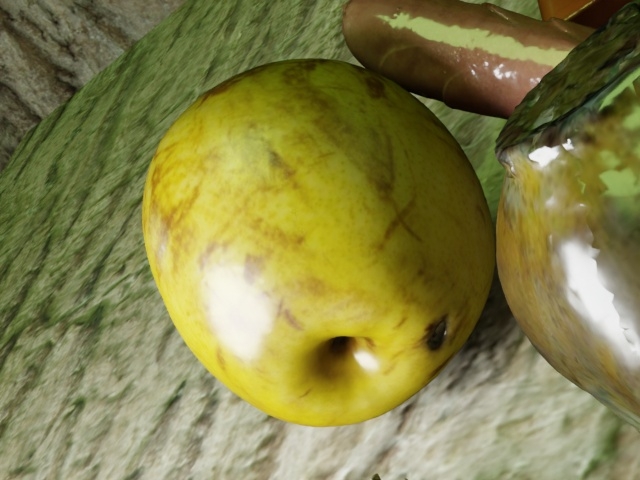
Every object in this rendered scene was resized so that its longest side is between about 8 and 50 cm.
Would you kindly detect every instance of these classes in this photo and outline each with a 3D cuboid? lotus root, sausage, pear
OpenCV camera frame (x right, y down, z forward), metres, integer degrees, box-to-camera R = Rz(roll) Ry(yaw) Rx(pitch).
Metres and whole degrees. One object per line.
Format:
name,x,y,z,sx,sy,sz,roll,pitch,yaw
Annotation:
lotus root,0.176,0.030,0.571,0.149,0.260,0.267,-40,23,15
sausage,0.178,-0.119,0.866,0.433,0.088,0.088,20,65,36
pear,0.000,0.000,0.918,0.280,0.281,0.281,-37,24,20

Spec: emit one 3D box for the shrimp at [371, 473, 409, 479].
shrimp,0.059,0.248,0.682,0.169,0.058,0.296,-47,26,2

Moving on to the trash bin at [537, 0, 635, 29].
trash bin,0.246,-0.215,1.004,0.184,0.161,0.239,-31,30,32
